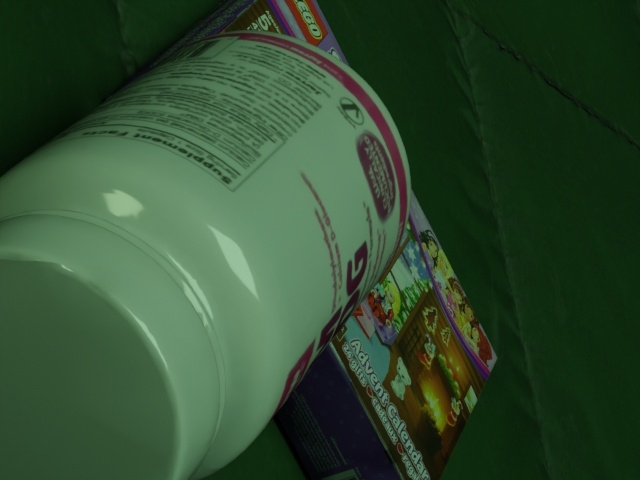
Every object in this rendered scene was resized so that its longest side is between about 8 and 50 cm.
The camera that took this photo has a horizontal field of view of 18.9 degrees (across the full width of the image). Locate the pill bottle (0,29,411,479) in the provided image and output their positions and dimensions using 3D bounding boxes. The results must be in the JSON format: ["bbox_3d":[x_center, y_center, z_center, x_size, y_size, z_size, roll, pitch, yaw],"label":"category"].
[{"bbox_3d":[-0.071,0.015,0.879,0.160,0.160,0.283,63,27,-12],"label":"pill bottle"}]

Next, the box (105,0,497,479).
[{"bbox_3d":[0.000,0.000,1.141,0.293,0.057,0.201,62,26,-14],"label":"box"}]
